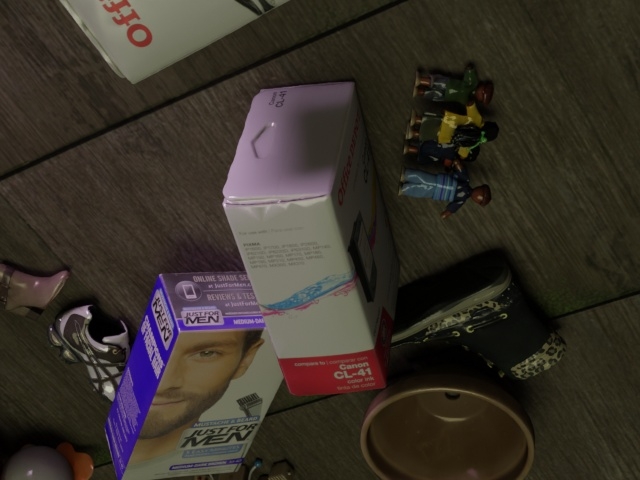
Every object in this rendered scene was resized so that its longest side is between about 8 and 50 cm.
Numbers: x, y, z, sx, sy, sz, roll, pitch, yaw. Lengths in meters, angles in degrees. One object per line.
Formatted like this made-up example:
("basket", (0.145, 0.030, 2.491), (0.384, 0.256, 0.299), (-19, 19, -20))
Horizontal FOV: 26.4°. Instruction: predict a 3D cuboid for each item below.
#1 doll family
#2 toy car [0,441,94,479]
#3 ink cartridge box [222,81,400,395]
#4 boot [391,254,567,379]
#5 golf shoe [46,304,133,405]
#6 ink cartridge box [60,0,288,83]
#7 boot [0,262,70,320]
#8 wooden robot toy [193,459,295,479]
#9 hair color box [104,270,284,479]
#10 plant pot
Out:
("doll family", (0.156, -0.112, 1.599), (0.111, 0.076, 0.193), (7, 137, -1))
("toy car", (-0.469, 0.360, 2.092), (0.238, 0.210, 0.219), (-16, 147, -13))
("ink cartridge box", (0.000, 0.000, 1.620), (0.131, 0.226, 0.306), (-4, 131, 14))
("boot", (0.186, 0.128, 1.791), (0.236, 0.085, 0.178), (-27, 124, 30))
("golf shoe", (-0.291, 0.167, 1.924), (0.094, 0.077, 0.198), (-30, 121, 31))
("ink cartridge box", (-0.097, -0.375, 1.307), (0.395, 0.166, 0.285), (-25, 122, 15))
("boot", (-0.407, 0.060, 1.879), (0.087, 0.042, 0.118), (36, 121, -10))
("wooden robot toy", (-0.125, 0.389, 2.084), (0.173, 0.079, 0.076), (-7, 129, 17))
("hair color box", (-0.162, 0.189, 1.854), (0.185, 0.110, 0.339), (-1, 136, -26))
("plant pot", (0.177, 0.247, 1.880), (0.237, 0.109, 0.237), (5, 131, 6))
